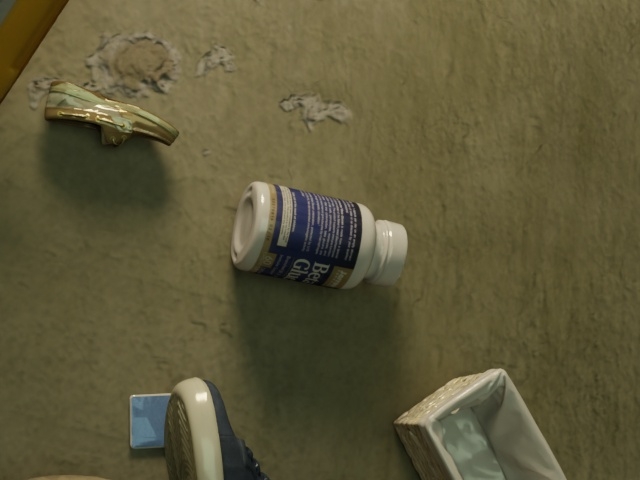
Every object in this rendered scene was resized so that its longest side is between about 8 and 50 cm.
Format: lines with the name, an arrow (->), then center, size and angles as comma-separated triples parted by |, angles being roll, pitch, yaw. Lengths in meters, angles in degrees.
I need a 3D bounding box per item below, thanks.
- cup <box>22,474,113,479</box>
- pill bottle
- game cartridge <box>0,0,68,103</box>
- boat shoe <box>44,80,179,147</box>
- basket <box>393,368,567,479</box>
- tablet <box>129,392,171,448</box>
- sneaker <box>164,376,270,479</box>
cup -> -0.225, 0.385, 0.928 | 0.331, 0.237, 0.331 | 0, 95, -2
pill bottle -> 0.000, 0.000, 1.184 | 0.169, 0.094, 0.094 | 11, 80, -19
game cartridge -> -0.375, -0.256, 1.022 | 0.285, 0.052, 0.323 | 33, 101, -14
boat shoe -> -0.211, -0.117, 1.146 | 0.135, 0.050, 0.045 | 19, 81, -7
basket -> 0.169, 0.232, 1.218 | 0.113, 0.103, 0.167 | -31, 96, -21
tablet -> -0.152, 0.182, 1.155 | 0.083, 0.006, 0.054 | 0, 84, -20
sneaker -> -0.047, 0.288, 1.123 | 0.148, 0.131, 0.350 | -18, 100, -20
